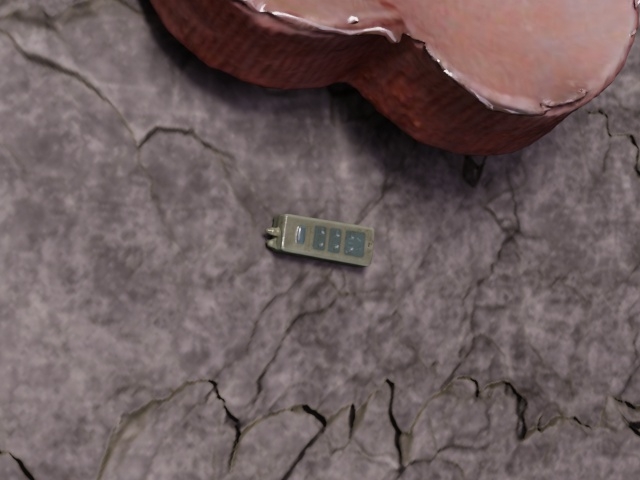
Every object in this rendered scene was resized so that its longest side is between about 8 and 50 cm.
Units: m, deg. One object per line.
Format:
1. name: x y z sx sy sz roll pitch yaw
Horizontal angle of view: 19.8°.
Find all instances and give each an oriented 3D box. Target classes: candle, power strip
1. candle: 0.045 -0.209 1.180 0.317 0.131 0.287 15 70 -17
2. power strip: 0.000 0.000 1.207 0.083 0.017 0.027 9 81 -32
